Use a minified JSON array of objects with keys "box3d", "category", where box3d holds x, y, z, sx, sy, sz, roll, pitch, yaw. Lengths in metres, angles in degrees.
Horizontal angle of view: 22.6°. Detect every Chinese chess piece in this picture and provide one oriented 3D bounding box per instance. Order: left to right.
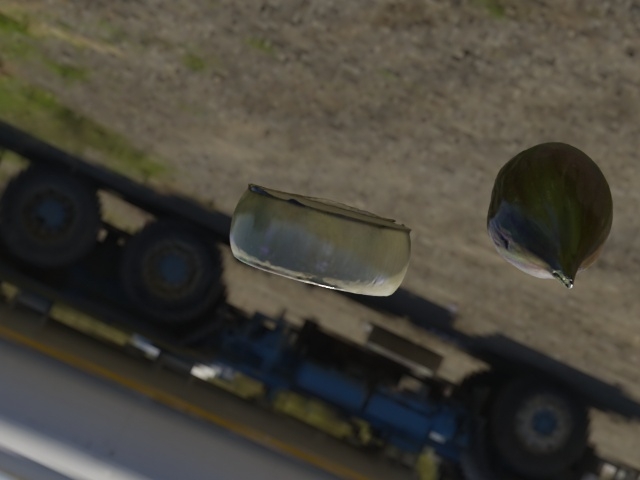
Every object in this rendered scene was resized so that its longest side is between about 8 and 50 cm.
[{"box3d":[0.000,0.000,1.063,0.122,0.051,0.122,16,-176,-1],"category":"Chinese chess piece"}]

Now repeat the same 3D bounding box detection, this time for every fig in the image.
[{"box3d":[0.188,-0.010,1.296,0.103,0.155,0.109,-5,134,2],"category":"fig"}]
